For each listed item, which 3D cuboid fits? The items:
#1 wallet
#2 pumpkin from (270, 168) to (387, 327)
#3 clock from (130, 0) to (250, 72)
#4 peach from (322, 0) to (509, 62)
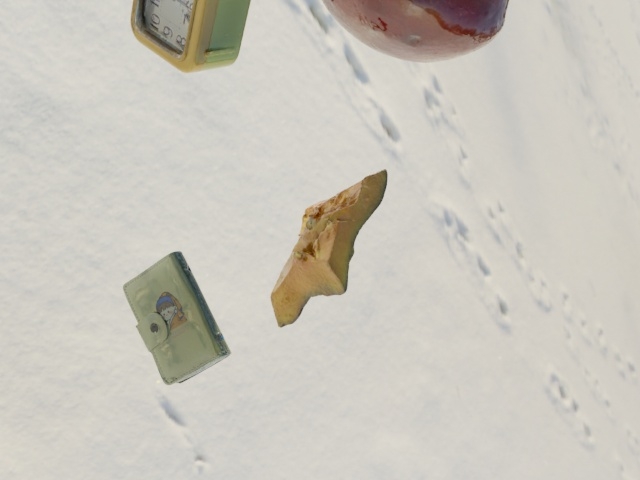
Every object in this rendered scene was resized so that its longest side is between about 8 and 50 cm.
[{"bbox_3d":[-0.193,0.106,1.049,0.155,0.110,0.039,63,21,11],"label":"wallet"},{"bbox_3d":[-0.001,-0.001,0.491,0.035,0.073,0.101,32,56,-18],"label":"pumpkin"},{"bbox_3d":[-0.162,-0.330,1.000,0.096,0.143,0.202,-26,143,-46],"label":"clock"},{"bbox_3d":[0.092,-0.299,0.840,0.244,0.199,0.243,20,45,-22],"label":"peach"}]
